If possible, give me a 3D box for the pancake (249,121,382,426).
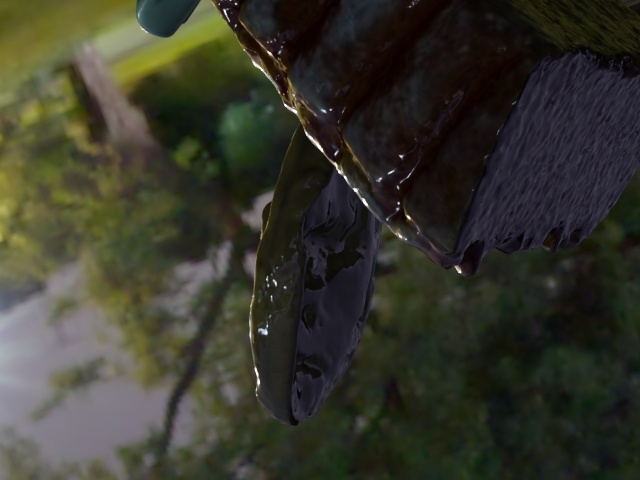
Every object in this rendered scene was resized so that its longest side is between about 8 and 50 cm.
[{"bbox_3d":[0.000,0.000,1.100,0.050,0.242,0.242,14,-164,15],"label":"pancake"}]

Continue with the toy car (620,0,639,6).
[{"bbox_3d":[0.137,-0.237,1.145,0.235,0.235,0.145,-12,-131,56],"label":"toy car"}]

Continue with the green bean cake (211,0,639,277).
[{"bbox_3d":[0.068,-0.071,0.693,0.233,0.198,0.097,10,123,-54],"label":"green bean cake"}]

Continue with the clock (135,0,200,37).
[{"bbox_3d":[-0.152,-0.206,0.929,0.066,0.211,0.159,-53,-163,18],"label":"clock"}]
